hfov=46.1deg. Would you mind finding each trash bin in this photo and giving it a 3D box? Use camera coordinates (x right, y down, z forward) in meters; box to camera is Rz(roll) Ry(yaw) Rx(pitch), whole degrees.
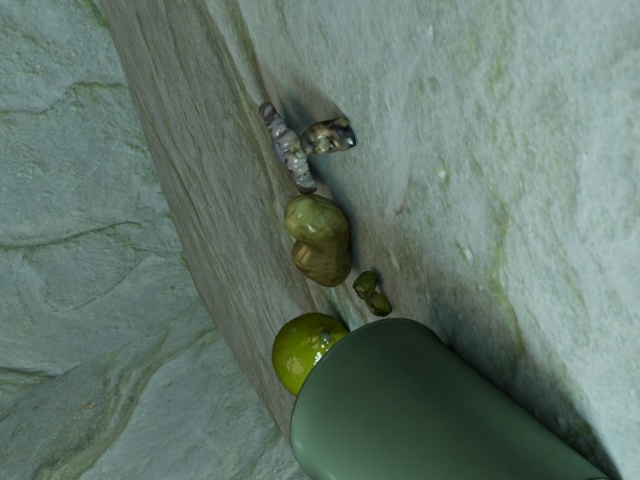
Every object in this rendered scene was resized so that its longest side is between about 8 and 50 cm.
[{"bbox_3d":[0.153,0.293,0.993,0.432,0.280,0.280,34,148,52],"label":"trash bin"}]

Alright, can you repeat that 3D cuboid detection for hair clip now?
[{"bbox_3d":[-0.032,-0.151,1.198,0.173,0.069,0.300,65,164,-10],"label":"hair clip"}]

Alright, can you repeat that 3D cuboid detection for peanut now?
[{"bbox_3d":[0.000,0.000,1.283,0.098,0.103,0.229,34,153,30],"label":"peanut"}]

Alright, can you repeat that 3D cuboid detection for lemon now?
[{"bbox_3d":[-0.014,0.242,1.585,0.184,0.184,0.248,55,163,24],"label":"lemon"}]

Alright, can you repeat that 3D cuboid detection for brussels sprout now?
[{"bbox_3d":[0.086,0.092,1.269,0.083,0.046,0.051,66,161,-13],"label":"brussels sprout"}]
